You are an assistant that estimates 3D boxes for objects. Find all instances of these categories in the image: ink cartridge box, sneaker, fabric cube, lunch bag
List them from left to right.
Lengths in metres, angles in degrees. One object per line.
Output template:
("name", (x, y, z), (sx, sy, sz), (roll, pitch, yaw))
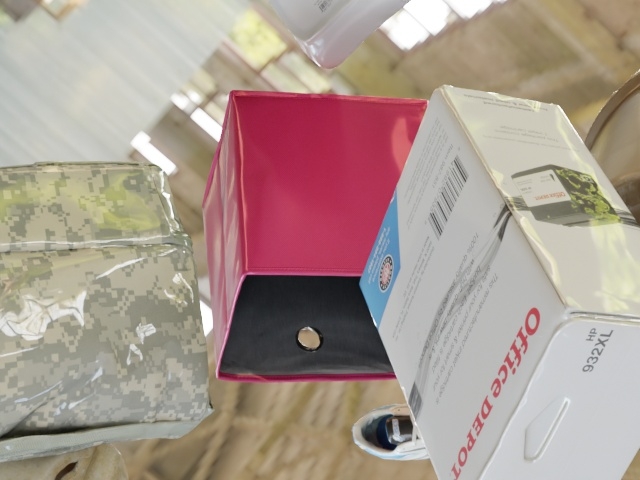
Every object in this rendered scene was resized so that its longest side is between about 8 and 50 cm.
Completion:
("lunch bag", (-0.266, 0.081, 1.402), (0.305, 0.256, 0.212), (-2, 148, -36))
("fabric cube", (0.000, 0.000, 1.801), (0.259, 0.254, 0.258), (109, -23, -55))
("sneaker", (0.148, 0.259, 2.035), (0.237, 0.085, 0.086), (-15, 170, 38))
("ink cartridge box", (0.157, 0.052, 1.213), (0.307, 0.129, 0.223), (-111, -145, -50))

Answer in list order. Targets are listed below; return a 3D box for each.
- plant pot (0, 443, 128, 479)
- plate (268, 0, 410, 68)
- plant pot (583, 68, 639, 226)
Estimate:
("plant pot", (-0.377, 0.265, 1.514), (0.334, 0.306, 0.333), (-45, 143, -49))
("plate", (-0.027, -0.345, 1.702), (0.045, 0.278, 0.277), (-34, -179, -26))
("plant pot", (0.358, -0.010, 1.347), (0.323, 0.323, 0.280), (-41, 175, 32))
